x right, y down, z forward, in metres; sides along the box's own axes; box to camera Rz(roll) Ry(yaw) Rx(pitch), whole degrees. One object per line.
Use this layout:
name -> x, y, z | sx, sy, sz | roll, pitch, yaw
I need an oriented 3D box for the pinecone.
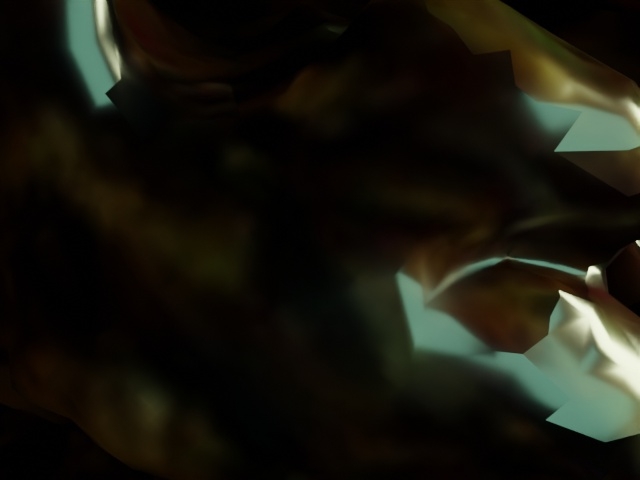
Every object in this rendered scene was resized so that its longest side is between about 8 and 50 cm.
pinecone -> 0.000, 0.000, 0.506 | 0.397, 0.397, 0.398 | 16, 69, -49
